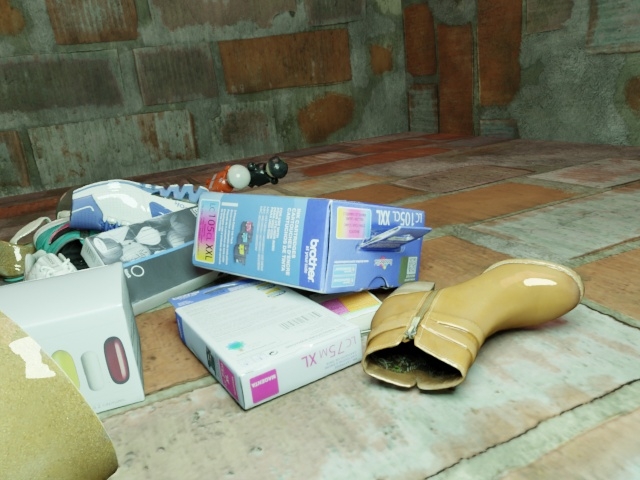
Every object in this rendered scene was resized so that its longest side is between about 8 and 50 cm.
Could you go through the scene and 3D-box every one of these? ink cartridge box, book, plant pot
[{"bbox_3d":[0.000,0.000,0.958,0.395,0.151,0.270,10,6,41],"label":"ink cartridge box"},{"bbox_3d":[0.043,0.112,0.887,0.096,0.035,0.144,-11,16,-11],"label":"book"},{"bbox_3d":[-0.350,0.209,0.440,0.237,0.237,0.254,6,36,36],"label":"plant pot"},{"bbox_3d":[-0.100,0.134,0.815,0.185,0.065,0.311,-15,21,-29],"label":"ink cartridge box"},{"bbox_3d":[-0.290,0.024,1.091,0.332,0.165,0.065,-25,-20,-47],"label":"ink cartridge box"}]

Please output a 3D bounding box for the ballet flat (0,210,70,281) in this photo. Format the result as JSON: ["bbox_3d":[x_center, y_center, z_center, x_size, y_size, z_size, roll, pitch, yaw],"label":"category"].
[{"bbox_3d":[-0.693,-0.007,1.395,0.116,0.124,0.342,3,19,27],"label":"ballet flat"}]

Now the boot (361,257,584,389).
[{"bbox_3d":[0.200,0.107,0.702,0.283,0.109,0.220,-2,16,21],"label":"boot"}]

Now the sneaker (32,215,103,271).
[{"bbox_3d":[-0.526,-0.018,1.271,0.295,0.124,0.178,-32,45,-15],"label":"sneaker"}]

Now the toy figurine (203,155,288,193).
[{"bbox_3d":[-0.165,-0.099,1.350,0.148,0.210,0.213,-14,4,41],"label":"toy figurine"}]

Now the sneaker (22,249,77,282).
[{"bbox_3d":[-0.477,0.094,0.971,0.297,0.129,0.111,9,21,38],"label":"sneaker"}]

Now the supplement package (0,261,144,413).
[{"bbox_3d":[-0.394,0.147,0.735,0.262,0.145,0.204,-12,17,-18],"label":"supplement package"}]

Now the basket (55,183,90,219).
[{"bbox_3d":[-0.635,-0.087,1.609,0.227,0.154,0.204,4,20,21],"label":"basket"}]

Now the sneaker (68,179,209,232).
[{"bbox_3d":[-0.388,-0.027,1.191,0.315,0.182,0.127,-3,-24,-26],"label":"sneaker"}]
